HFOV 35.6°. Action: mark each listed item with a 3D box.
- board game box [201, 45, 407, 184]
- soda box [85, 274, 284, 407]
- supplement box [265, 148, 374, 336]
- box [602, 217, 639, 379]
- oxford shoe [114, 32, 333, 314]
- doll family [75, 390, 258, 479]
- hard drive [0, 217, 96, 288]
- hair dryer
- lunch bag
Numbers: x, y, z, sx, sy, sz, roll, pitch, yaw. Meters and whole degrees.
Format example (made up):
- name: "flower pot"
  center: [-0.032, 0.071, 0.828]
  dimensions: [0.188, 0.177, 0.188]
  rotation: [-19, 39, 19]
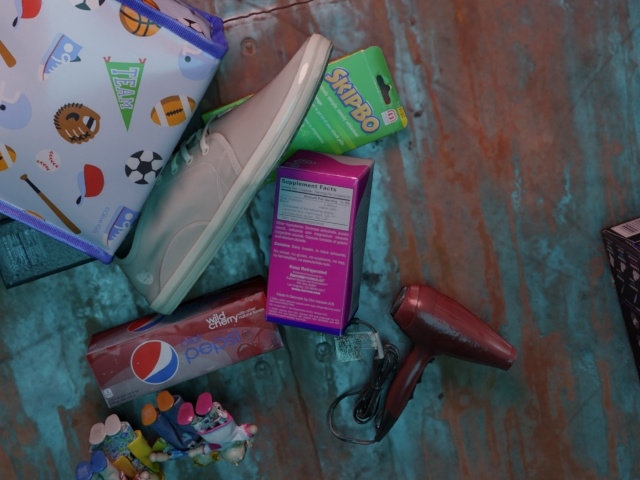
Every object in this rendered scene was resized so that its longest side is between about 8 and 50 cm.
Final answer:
- name: "board game box"
  center: [-0.020, -0.166, 1.371]
  dimensions: [0.260, 0.039, 0.124]
  rotation: [-21, 107, 3]
- name: "soda box"
  center: [-0.189, 0.140, 1.408]
  dimensions: [0.263, 0.083, 0.092]
  rotation: [-19, 106, -1]
- name: "supplement box"
  center: [0.000, 0.000, 1.338]
  dimensions: [0.114, 0.111, 0.220]
  rotation: [11, 109, 11]
- name: "box"
  center: [0.534, 0.097, 1.433]
  dimensions: [0.165, 0.143, 0.270]
  rotation: [-19, 106, -1]
- name: "oxford shoe"
  center: [-0.136, -0.089, 1.284]
  dimensions: [0.130, 0.169, 0.449]
  rotation: [36, 117, -5]
- name: "doll family"
  center: [-0.219, 0.292, 1.422]
  dimensions: [0.263, 0.118, 0.163]
  rotation: [-28, 133, 2]
- name: "hard drive"
  center: [-0.387, 0.003, 1.386]
  dimensions: [0.135, 0.022, 0.094]
  rotation: [-18, 105, 0]
- name: "hair dryer"
  center: [0.139, 0.171, 1.458]
  dimensions: [0.294, 0.080, 0.223]
  rotation: [-10, 108, 12]
- name: "lunch bag"
  center: [-0.356, -0.214, 1.222]
  dimensions: [0.386, 0.239, 0.327]
  rotation: [25, 106, -18]
